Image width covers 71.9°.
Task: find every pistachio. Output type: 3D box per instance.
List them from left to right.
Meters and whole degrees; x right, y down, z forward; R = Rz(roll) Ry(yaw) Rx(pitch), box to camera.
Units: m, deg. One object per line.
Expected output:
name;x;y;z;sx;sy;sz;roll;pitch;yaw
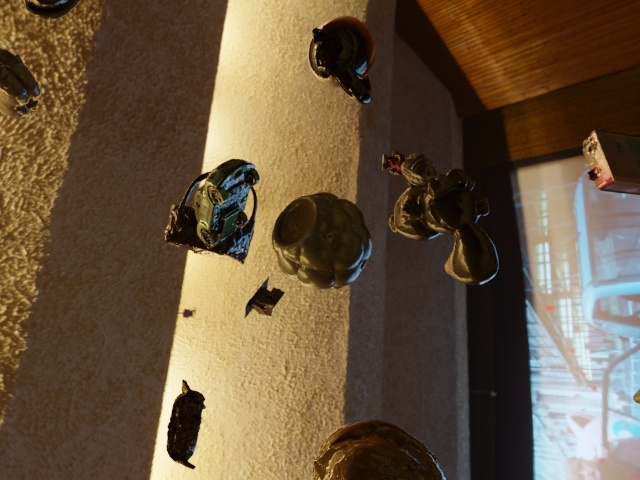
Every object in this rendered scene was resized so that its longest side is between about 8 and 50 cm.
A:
pistachio;-0.739;-0.748;1.235;0.197;0.166;0.288;4;-107;-17

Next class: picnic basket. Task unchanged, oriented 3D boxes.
picnic basket;-0.372;-0.099;1.582;0.337;0.292;0.338;13;-90;-83

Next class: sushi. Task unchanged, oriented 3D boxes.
sushi;-0.203;0.276;0.663;0.052;0.055;0.120;15;-120;-18

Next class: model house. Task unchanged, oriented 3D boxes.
model house;-0.213;0.240;1.720;0.167;0.088;0.117;-52;-14;-43

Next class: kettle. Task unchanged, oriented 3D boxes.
kettle;0.078;-0.542;1.351;0.268;0.207;0.290;49;-156;-17

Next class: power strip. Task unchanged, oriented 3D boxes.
power strip;0.591;-0.130;0.784;0.278;0.037;0.109;3;-116;-15

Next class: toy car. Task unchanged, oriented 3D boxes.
toy car;-0.267;-0.109;1.183;0.125;0.306;0.136;40;-129;13

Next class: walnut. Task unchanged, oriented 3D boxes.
walnut;0.100;0.416;0.758;0.244;0.198;0.198;25;-122;-9

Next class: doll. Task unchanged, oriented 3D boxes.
doll;0.250;-0.202;1.225;0.079;0.180;0.094;-31;-46;-49
doll;0.376;-0.031;1.442;0.252;0.382;0.379;-6;-97;-11

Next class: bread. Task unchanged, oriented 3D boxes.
bread;-0.817;-0.407;1.107;0.102;0.337;0.183;-53;-22;-23

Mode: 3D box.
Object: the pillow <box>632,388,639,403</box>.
pillow;0.881;0.374;1.071;0.078;0.134;0.181;-37;-27;-48

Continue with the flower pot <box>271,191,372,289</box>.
flower pot;0.000;0.000;1.081;0.195;0.246;0.246;36;-124;-41

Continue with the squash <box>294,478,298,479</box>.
squash;-0.065;0.887;1.450;0.095;0.095;0.188;0;-114;-52
